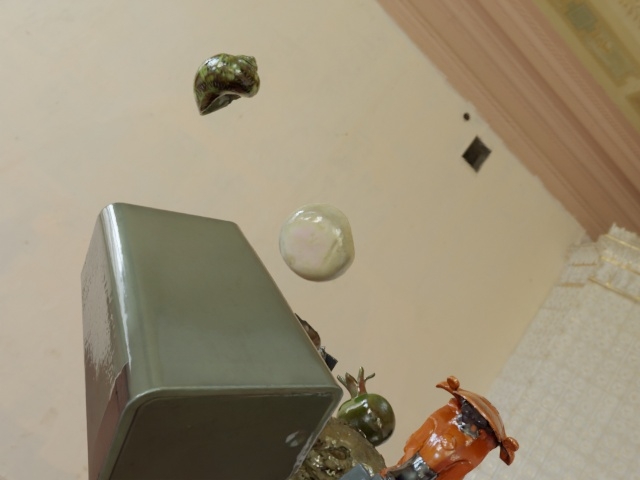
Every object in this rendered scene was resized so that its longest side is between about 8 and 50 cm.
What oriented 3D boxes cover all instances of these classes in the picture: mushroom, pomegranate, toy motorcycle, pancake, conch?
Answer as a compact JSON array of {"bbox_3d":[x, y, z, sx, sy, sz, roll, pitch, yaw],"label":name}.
[{"bbox_3d":[0.000,0.000,1.518,0.246,0.202,0.246,13,-63,28],"label":"mushroom"},{"bbox_3d":[0.104,0.422,1.265,0.131,0.152,0.191,19,44,-57],"label":"pomegranate"},{"bbox_3d":[0.158,0.328,0.738,0.148,0.325,0.221,46,-34,28],"label":"toy motorcycle"},{"bbox_3d":[-0.003,0.499,1.025,0.386,0.082,0.387,25,20,-9],"label":"pancake"},{"bbox_3d":[-0.248,-0.422,1.339,0.187,0.181,0.124,-23,-96,66],"label":"conch"}]

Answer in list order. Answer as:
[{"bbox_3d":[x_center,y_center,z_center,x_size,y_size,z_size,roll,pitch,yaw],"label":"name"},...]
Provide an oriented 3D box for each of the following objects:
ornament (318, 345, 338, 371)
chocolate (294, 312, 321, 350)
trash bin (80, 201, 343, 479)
[{"bbox_3d":[-0.062,0.381,1.483,0.153,0.166,0.196,32,3,14],"label":"ornament"},{"bbox_3d":[-0.181,0.276,1.090,0.339,0.210,0.225,-5,-57,13],"label":"chocolate"},{"bbox_3d":[-0.112,0.080,0.441,0.164,0.122,0.241,10,29,-33],"label":"trash bin"}]
